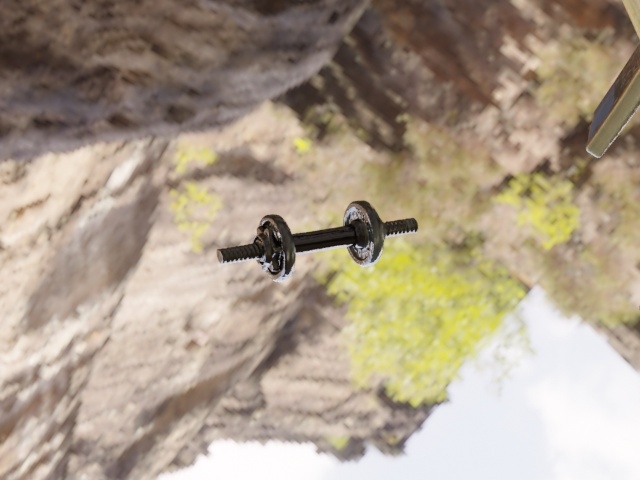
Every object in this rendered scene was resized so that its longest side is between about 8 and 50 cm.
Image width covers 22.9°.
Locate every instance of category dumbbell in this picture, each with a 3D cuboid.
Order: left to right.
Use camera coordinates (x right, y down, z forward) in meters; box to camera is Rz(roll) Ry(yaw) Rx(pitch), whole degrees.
[{"bbox_3d":[0.000,0.000,1.821,0.254,0.081,0.081,-10,-123,-26],"label":"dumbbell"}]

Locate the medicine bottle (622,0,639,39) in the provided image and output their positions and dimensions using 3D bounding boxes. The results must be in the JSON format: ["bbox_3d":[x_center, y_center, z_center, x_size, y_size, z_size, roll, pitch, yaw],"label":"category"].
[{"bbox_3d":[0.457,-0.305,2.102,0.108,0.108,0.426,-1,-119,-36],"label":"medicine bottle"}]

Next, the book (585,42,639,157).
[{"bbox_3d":[0.408,-0.272,1.758,0.028,0.374,0.262,32,-162,2],"label":"book"}]
